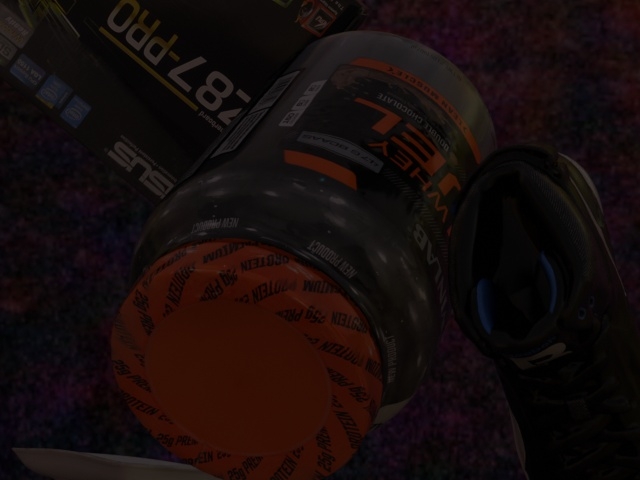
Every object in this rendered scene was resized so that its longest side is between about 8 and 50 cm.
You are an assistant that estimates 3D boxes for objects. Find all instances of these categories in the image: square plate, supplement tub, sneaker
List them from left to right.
[{"bbox_3d":[-0.192,0.320,1.433,0.344,0.049,0.347,14,-15,-35],"label":"square plate"},{"bbox_3d":[0.000,0.000,0.756,0.207,0.207,0.338,8,33,15],"label":"supplement tub"},{"bbox_3d":[0.103,0.064,0.460,0.079,0.217,0.121,-20,-6,21],"label":"sneaker"}]

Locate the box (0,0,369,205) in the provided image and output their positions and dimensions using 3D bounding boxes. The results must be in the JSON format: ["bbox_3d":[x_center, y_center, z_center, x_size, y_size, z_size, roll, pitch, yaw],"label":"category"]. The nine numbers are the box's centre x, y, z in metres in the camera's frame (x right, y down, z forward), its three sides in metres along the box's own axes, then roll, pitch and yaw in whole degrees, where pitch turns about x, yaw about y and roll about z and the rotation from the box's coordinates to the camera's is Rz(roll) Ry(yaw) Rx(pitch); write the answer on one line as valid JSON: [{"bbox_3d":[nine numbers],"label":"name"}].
[{"bbox_3d":[-0.194,-0.259,1.179,0.395,0.318,0.097,41,14,-5],"label":"box"}]
